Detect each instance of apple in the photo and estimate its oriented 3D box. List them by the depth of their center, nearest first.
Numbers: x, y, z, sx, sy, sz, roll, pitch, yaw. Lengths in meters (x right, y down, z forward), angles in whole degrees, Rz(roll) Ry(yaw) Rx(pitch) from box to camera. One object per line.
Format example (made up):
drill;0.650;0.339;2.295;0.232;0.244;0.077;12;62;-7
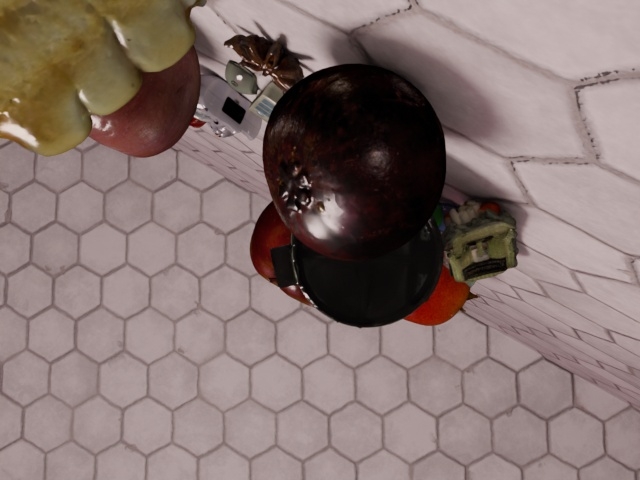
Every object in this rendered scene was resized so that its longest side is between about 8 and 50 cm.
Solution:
apple;-0.336;-0.280;0.995;0.305;0.235;0.306;31;179;1
apple;0.000;0.000;1.409;0.288;0.317;0.288;23;142;20

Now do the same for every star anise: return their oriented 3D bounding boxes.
star anise;-0.066;-0.244;0.852;0.141;0.042;0.141;33;177;2

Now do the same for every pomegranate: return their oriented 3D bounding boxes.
pomegranate;0.275;0.106;1.532;0.256;0.221;0.221;24;179;-27

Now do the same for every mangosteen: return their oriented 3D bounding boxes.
mangosteen;0.065;-0.099;0.754;0.261;0.236;0.235;-21;-147;-37

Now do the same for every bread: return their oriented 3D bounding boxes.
bread;-0.308;-0.247;0.607;0.210;0.341;0.300;54;-167;32

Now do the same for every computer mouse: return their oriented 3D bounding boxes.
computer mouse;-0.140;-0.274;1.080;0.055;0.032;0.110;30;176;3

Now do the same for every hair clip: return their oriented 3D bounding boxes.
hair clip;0.274;-0.003;1.081;0.321;0.138;0.091;43;-151;-68

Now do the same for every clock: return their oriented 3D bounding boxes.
clock;-0.216;-0.265;1.246;0.117;0.080;0.176;7;161;43

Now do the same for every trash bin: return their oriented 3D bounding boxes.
trash bin;0.060;0.009;0.999;0.277;0.217;0.262;-10;-175;-3

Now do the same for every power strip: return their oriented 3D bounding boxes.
power strip;-0.078;-0.236;1.104;0.081;0.035;0.192;31;175;-15

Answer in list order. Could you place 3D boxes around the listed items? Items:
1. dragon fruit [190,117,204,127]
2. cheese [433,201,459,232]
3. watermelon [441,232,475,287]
dragon fruit;-0.273;-0.304;1.342;0.094;0.094;0.190;31;167;-10
cheese;0.126;-0.076;1.193;0.320;0.083;0.204;16;151;15
watermelon;0.239;-0.016;1.323;0.241;0.094;0.154;33;-175;-26
